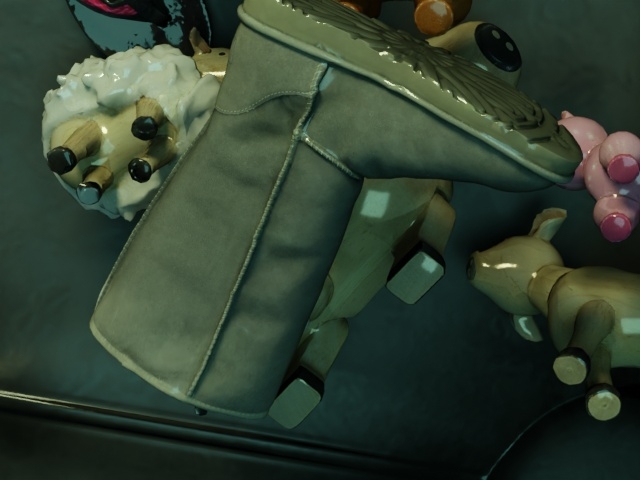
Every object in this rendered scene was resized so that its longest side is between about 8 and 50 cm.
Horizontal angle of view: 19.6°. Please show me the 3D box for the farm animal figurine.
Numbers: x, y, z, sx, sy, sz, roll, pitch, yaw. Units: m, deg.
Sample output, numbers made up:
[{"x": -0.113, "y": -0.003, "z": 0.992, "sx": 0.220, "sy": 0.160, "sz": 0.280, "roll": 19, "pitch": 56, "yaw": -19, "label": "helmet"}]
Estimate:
[{"x": 0.060, "y": -0.021, "z": 0.998, "sx": 0.326, "sy": 0.172, "sz": 0.330, "roll": -29, "pitch": 105, "yaw": 19, "label": "farm animal figurine"}]

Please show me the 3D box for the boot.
[{"x": 0.002, "y": 0.000, "z": 0.880, "sx": 0.189, "sy": 0.076, "sz": 0.208, "roll": 28, "pitch": 108, "yaw": 13, "label": "boot"}]

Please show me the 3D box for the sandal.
[{"x": -0.123, "y": -0.162, "z": 1.001, "sx": 0.067, "sy": 0.040, "sz": 0.179, "roll": -32, "pitch": 106, "yaw": 5, "label": "sandal"}]
